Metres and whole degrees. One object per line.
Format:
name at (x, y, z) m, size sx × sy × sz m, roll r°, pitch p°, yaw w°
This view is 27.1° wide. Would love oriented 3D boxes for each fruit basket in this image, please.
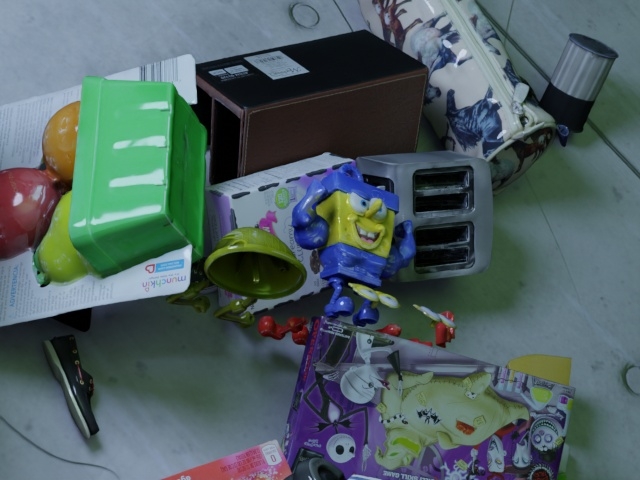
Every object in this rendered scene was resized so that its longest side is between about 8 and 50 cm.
fruit basket at (-0.305, -0.045, 1.582) m, size 0.165 × 0.353 × 0.327 m, roll 46°, pitch 35°, yaw -50°

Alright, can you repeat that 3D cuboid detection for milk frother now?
milk frother at (0.365, -0.261, 2.075) m, size 0.143 × 0.135 × 0.129 m, roll 12°, pitch 26°, yaw -21°

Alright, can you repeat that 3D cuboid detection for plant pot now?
plant pot at (0.285, 0.202, 1.799) m, size 0.083 × 0.081 × 0.082 m, roll 13°, pitch 56°, yaw -3°

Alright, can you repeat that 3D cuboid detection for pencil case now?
pencil case at (0.199, -0.276, 1.981) m, size 0.159 × 0.183 × 0.410 m, roll -18°, pitch 69°, yaw -31°

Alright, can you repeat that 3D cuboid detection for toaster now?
toaster at (0.145, -0.033, 1.813) m, size 0.185 × 0.110 × 0.168 m, roll -5°, pitch 101°, yaw -23°

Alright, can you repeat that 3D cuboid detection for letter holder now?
letter holder at (-0.023, -0.144, 1.837) m, size 0.301 × 0.215 × 0.152 m, roll -17°, pitch 37°, yaw -32°

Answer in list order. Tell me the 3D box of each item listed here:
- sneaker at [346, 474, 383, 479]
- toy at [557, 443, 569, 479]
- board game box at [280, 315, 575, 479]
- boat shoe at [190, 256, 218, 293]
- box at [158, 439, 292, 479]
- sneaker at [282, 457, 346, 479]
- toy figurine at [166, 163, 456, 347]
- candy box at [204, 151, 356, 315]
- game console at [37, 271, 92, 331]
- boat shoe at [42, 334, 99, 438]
sneaker at (0.107, 0.411, 1.460) m, size 0.315 × 0.127 × 0.182 m, roll 36°, pitch 39°, yaw 3°
toy at (0.214, 0.266, 1.738) m, size 0.237 × 0.056 × 0.137 m, roll 33°, pitch 45°, yaw -10°
board game box at (0.130, 0.234, 1.606) m, size 0.346 × 0.056 × 0.208 m, roll 16°, pitch 84°, yaw -16°
boat shoe at (-0.174, 0.041, 1.705) m, size 0.142 × 0.040 × 0.049 m, roll -5°, pitch 63°, yaw -27°
box at (-0.169, 0.347, 1.455) m, size 0.299 × 0.154 × 0.142 m, roll -14°, pitch 69°, yaw -32°
sneaker at (0.030, 0.361, 1.389) m, size 0.267 × 0.106 × 0.101 m, roll 58°, pitch 20°, yaw 15°
toy figurine at (0.000, 0.000, 1.658) m, size 0.362 × 0.191 × 0.217 m, roll 19°, pitch 61°, yaw -30°
candy box at (-0.044, -0.009, 1.722) m, size 0.196 × 0.070 × 0.165 m, roll -18°, pitch 112°, yaw -31°
game console at (-0.341, 0.050, 1.641) m, size 0.107 × 0.071 × 0.122 m, roll -5°, pitch 58°, yaw 7°
boat shoe at (-0.287, 0.170, 1.570) m, size 0.042 × 0.049 × 0.133 m, roll -16°, pitch 64°, yaw -23°
